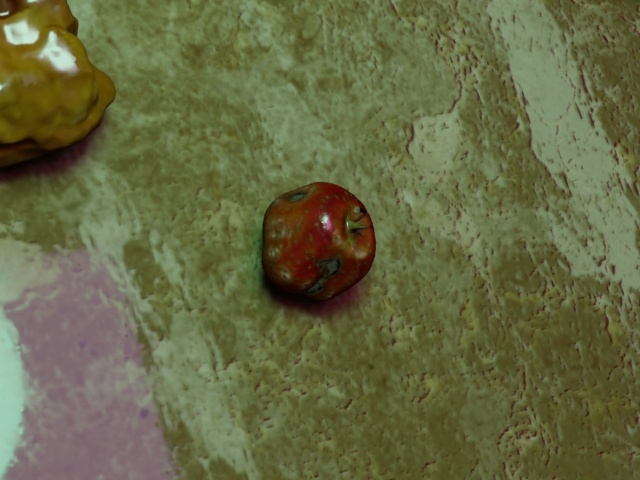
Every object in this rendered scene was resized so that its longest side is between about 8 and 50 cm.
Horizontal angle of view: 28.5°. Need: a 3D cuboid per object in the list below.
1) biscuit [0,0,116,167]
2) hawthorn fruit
[{"bbox_3d":[-0.323,-0.178,0.862,0.318,0.110,0.312,-16,78,-26],"label":"biscuit"},{"bbox_3d":[0.000,0.000,0.929,0.093,0.093,0.093,8,66,-19],"label":"hawthorn fruit"}]
